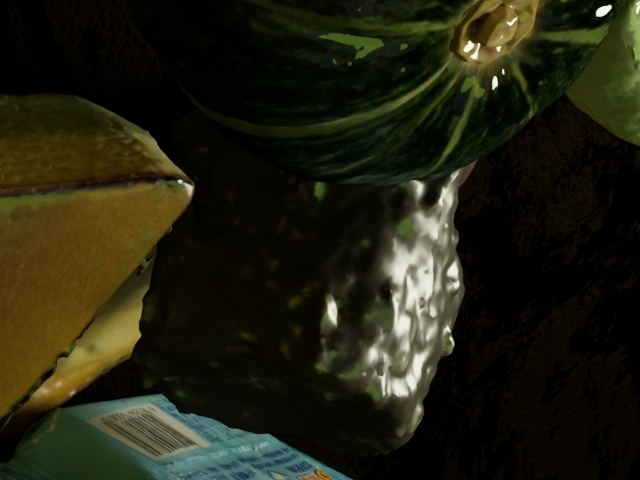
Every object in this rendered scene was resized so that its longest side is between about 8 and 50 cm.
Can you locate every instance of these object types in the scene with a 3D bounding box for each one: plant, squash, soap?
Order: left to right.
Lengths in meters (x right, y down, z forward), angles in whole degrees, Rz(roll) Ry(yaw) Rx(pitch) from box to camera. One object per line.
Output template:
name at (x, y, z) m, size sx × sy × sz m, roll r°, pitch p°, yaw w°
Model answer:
soap at (-0.083, 0.161, 1.026) m, size 0.077 × 0.156 × 0.293 m, roll -61°, pitch 163°, yaw 6°
plant at (0.000, 0.000, 0.934) m, size 0.204 × 0.178 × 0.234 m, roll 60°, pitch 45°, yaw -55°
squash at (0.036, -0.143, 0.735) m, size 0.252 × 0.165 × 0.252 m, roll -26°, pitch 144°, yaw -21°

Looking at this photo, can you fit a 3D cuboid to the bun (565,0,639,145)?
bun at (0.231, -0.167, 1.108) m, size 0.212 × 0.126 × 0.204 m, roll -38°, pitch 123°, yaw -25°

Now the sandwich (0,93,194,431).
sandwich at (-0.198, -0.003, 0.753) m, size 0.220 × 0.108 × 0.186 m, roll -46°, pitch 137°, yaw 6°

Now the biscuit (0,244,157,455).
biscuit at (-0.166, 0.034, 0.942) m, size 0.260 × 0.041 × 0.203 m, roll -8°, pitch 128°, yaw -48°
